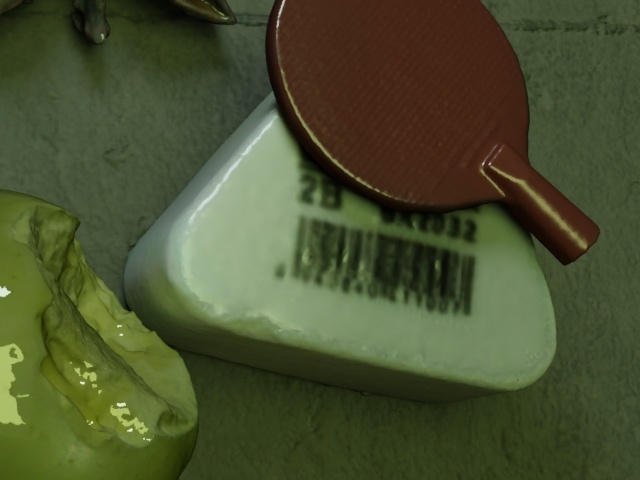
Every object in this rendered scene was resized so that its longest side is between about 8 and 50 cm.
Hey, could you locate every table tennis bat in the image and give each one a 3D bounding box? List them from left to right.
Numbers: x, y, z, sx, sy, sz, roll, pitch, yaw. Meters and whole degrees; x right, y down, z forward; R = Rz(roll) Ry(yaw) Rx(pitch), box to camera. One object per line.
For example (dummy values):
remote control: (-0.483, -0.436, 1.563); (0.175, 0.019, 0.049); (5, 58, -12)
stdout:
table tennis bat: (0.093, -0.097, 1.116); (0.310, 0.038, 0.200); (43, 65, -8)

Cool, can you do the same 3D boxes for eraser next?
eraser: (0.000, 0.000, 1.155); (0.331, 0.150, 0.331); (4, 79, -20)

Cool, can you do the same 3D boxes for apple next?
apple: (-0.223, 0.110, 0.987); (0.279, 0.279, 0.279); (4, 79, -22)

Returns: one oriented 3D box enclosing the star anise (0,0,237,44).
star anise: (-0.203, -0.251, 1.146); (0.258, 0.110, 0.198); (-11, 100, -17)
